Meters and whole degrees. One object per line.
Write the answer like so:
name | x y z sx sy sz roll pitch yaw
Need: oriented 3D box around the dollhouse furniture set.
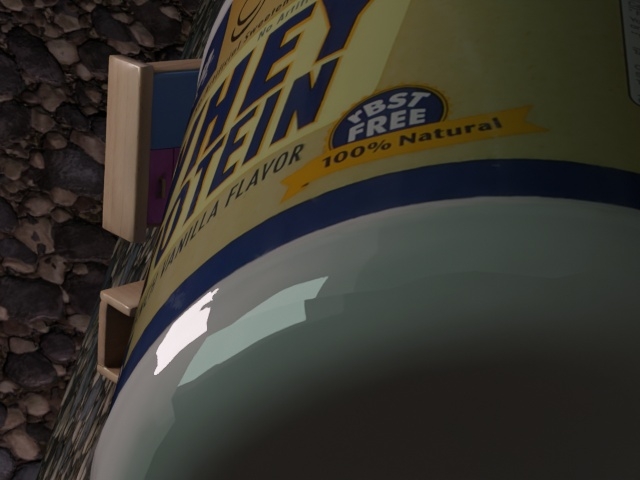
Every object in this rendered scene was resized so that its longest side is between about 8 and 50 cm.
dollhouse furniture set | 0.000 0.000 1.381 0.303 0.198 0.286 24 116 50

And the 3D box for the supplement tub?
supplement tub | 0.061 0.008 0.599 0.316 0.228 0.228 -82 18 -54
